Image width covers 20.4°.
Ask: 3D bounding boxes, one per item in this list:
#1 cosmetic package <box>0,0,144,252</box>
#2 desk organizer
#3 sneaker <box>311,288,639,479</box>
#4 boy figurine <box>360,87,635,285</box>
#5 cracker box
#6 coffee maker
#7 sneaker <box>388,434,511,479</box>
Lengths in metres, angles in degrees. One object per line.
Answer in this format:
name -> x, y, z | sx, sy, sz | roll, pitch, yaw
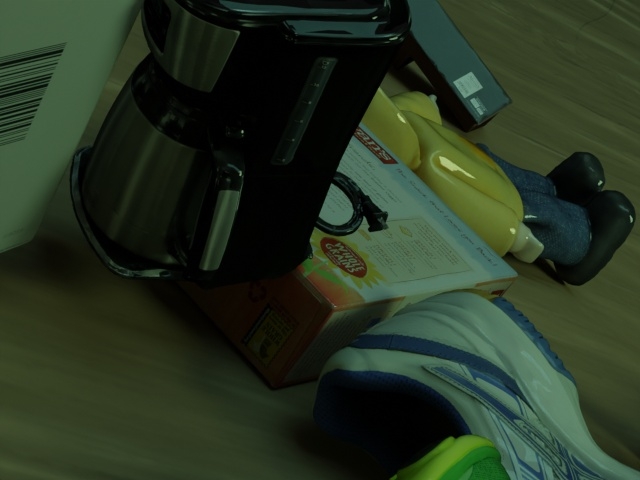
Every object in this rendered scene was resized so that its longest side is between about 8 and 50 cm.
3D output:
cosmetic package -> -0.207, -0.134, 0.796 | 0.224, 0.224, 0.138 | 43, 35, 18
desk organizer -> 0.102, -0.151, 1.538 | 0.047, 0.050, 0.130 | -33, 84, -32
sneaker -> 0.111, 0.156, 0.893 | 0.131, 0.112, 0.296 | -18, 53, -43
boy figurine -> 0.094, -0.057, 1.286 | 0.285, 0.092, 0.177 | 22, 28, -37
cracker box -> 0.000, 0.000, 1.061 | 0.156, 0.067, 0.232 | 45, 25, 21
coffee maker -> -0.026, -0.076, 0.884 | 0.171, 0.178, 0.120 | -22, 61, -40
sneaker -> 0.037, 0.184, 0.717 | 0.123, 0.109, 0.295 | 44, 26, -8
